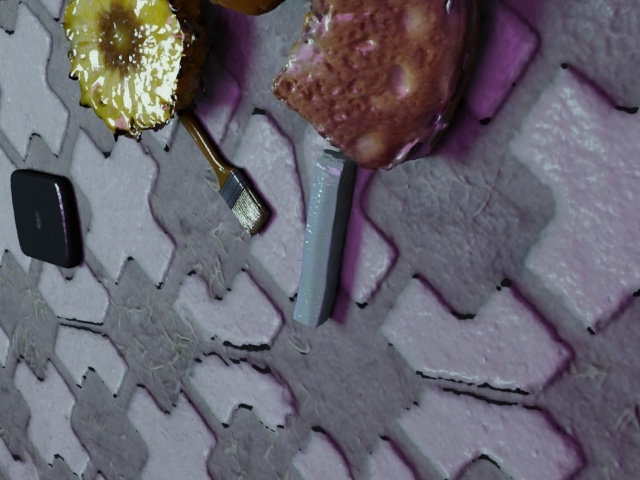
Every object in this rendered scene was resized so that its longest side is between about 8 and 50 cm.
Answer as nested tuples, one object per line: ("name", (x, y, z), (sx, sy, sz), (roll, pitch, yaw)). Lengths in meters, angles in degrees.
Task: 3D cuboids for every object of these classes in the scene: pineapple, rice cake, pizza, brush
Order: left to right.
("pineapple", (-0.180, -0.206, 0.918), (0.225, 0.076, 0.224), (16, 115, 38))
("brush", (-0.106, -0.080, 0.941), (0.170, 0.014, 0.043), (55, 138, 16))
("rice cake", (0.000, 0.000, 0.850), (0.042, 0.030, 0.180), (27, 123, 30))
("pizza", (0.037, -0.187, 0.667), (0.161, 0.085, 0.305), (-2, 128, 10))

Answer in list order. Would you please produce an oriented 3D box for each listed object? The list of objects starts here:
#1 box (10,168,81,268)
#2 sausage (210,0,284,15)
("box", (-0.366, -0.030, 1.219), (0.125, 0.027, 0.126), (13, 113, 39))
("sausage", (-0.002, -0.291, 0.703), (0.103, 0.076, 0.302), (52, 135, 13))
